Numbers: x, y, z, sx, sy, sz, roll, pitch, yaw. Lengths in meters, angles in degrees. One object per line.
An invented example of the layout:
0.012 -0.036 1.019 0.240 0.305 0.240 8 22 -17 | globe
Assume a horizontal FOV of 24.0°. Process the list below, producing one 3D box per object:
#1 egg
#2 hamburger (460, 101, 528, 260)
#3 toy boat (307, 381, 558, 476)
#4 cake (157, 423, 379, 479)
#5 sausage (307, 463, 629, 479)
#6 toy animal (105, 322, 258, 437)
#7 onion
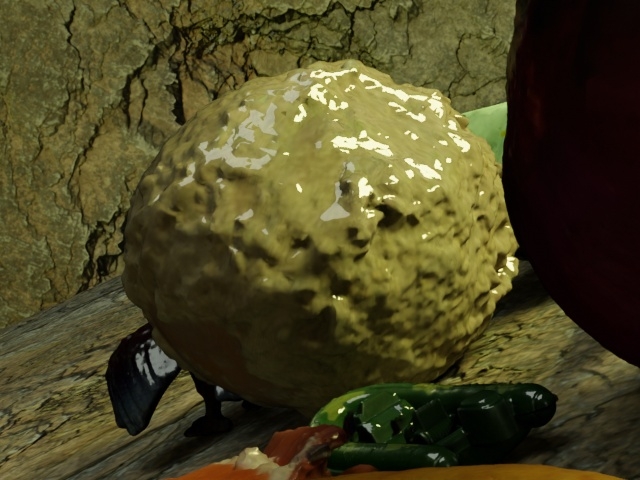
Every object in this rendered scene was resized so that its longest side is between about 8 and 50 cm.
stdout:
0.000 0.000 1.116 0.310 0.279 0.279 -12 -3 -39 | egg
0.211 -0.045 1.262 0.214 0.125 0.235 4 -14 45 | hamburger
0.058 0.116 0.917 0.104 0.052 0.210 -31 10 -25 | toy boat
-0.092 0.179 0.777 0.287 0.098 0.135 -26 7 -12 | cake
0.036 0.143 0.611 0.109 0.109 0.270 -31 10 -41 | sausage
-0.094 0.069 1.281 0.218 0.179 0.116 -26 -18 -17 | toy animal
0.282 -0.074 0.752 0.385 0.348 0.348 14 18 12 | onion
